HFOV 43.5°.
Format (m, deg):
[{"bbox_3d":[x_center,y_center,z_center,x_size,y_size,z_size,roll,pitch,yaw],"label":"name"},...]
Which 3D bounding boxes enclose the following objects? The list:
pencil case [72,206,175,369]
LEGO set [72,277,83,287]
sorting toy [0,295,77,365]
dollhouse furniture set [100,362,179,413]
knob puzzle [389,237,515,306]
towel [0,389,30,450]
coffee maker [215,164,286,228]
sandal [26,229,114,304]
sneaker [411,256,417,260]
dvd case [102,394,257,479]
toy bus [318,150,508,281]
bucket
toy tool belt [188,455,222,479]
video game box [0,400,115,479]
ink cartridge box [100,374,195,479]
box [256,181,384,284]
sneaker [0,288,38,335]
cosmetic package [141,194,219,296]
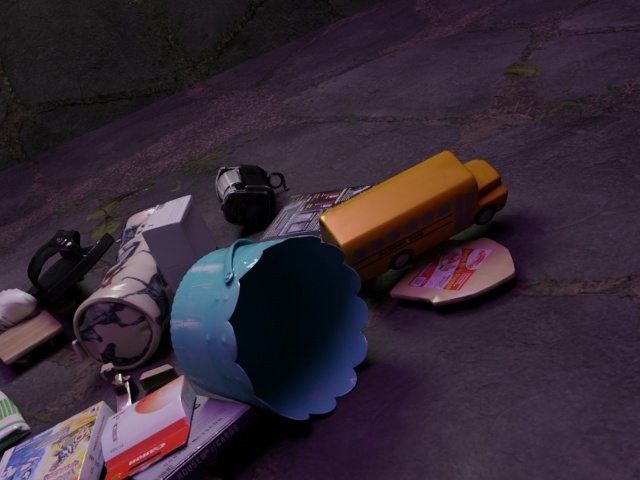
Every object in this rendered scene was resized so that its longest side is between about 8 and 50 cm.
[{"bbox_3d":[-0.371,0.088,1.630,0.183,0.160,0.410,-28,23,17],"label":"pencil case"},{"bbox_3d":[-0.595,0.094,1.951,0.054,0.023,0.083,-8,42,31],"label":"LEGO set"},{"bbox_3d":[-0.623,0.220,1.696,0.274,0.046,0.132,-34,28,-25],"label":"sorting toy"},{"bbox_3d":[-0.305,0.250,1.376,0.114,0.091,0.081,-20,41,-3],"label":"dollhouse furniture set"},{"bbox_3d":[0.243,0.059,1.364,0.213,0.030,0.213,-17,26,9],"label":"knob puzzle"},{"bbox_3d":[-0.698,0.363,1.498,0.248,0.038,0.325,-35,27,-28],"label":"towel"},{"bbox_3d":[-0.156,-0.112,1.890,0.171,0.120,0.178,-23,27,-4],"label":"coffee maker"},{"bbox_3d":[-0.582,0.056,1.756,0.446,0.107,0.167,-20,29,55],"label":"sandal"},{"bbox_3d":[0.169,-0.022,1.528,0.051,0.070,0.134,-11,27,25],"label":"sneaker"},{"bbox_3d":[-0.218,0.299,1.196,0.179,0.029,0.239,-38,16,-30],"label":"dvd case"},{"bbox_3d":[0.167,-0.052,1.415,0.333,0.130,0.108,-27,52,-11],"label":"toy bus"},{"bbox_3d":[-0.079,0.126,1.225,0.183,0.281,0.281,-1,33,45],"label":"bucket"},{"bbox_3d":[-0.165,0.344,1.124,0.083,0.052,0.051,-36,74,-28],"label":"toy tool belt"},{"bbox_3d":[-0.425,0.361,1.244,0.205,0.048,0.187,-28,27,10],"label":"video game box"},{"bbox_3d":[-0.263,0.282,1.196,0.145,0.045,0.179,-30,10,2],"label":"ink cartridge box"},{"bbox_3d":[0.000,0.000,1.607,0.242,0.076,0.307,-7,29,27],"label":"box"},{"bbox_3d":[-0.713,0.186,1.774,0.235,0.090,0.095,-29,35,28],"label":"sneaker"},{"bbox_3d":[-0.244,0.043,1.533,0.085,0.231,0.117,-16,27,12],"label":"cosmetic package"}]
